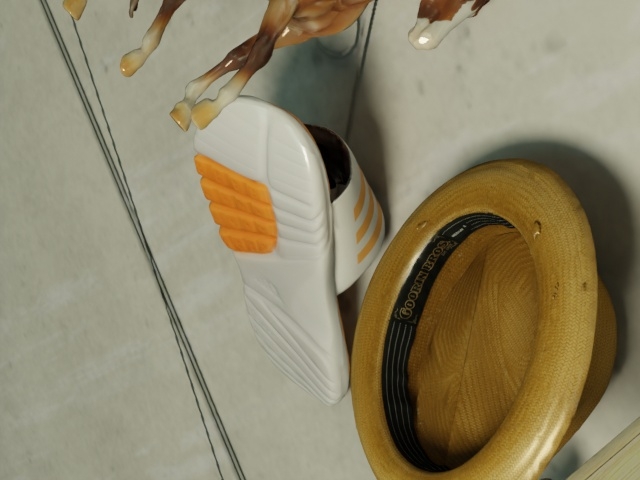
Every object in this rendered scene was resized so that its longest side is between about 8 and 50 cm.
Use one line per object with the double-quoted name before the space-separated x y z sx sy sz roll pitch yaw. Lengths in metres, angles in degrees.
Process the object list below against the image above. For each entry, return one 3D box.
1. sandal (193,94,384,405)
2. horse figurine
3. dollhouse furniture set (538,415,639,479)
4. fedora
"sandal" -0.008 -0.005 0.963 0.102 0.076 0.265 34 152 29
"horse figurine" -0.038 -0.144 0.887 0.263 0.174 0.066 40 168 51
"dollhouse furniture set" 0.184 0.188 0.792 0.212 0.161 0.242 41 157 33
"fedora" 0.095 0.057 0.825 0.194 0.079 0.194 -28 54 47
